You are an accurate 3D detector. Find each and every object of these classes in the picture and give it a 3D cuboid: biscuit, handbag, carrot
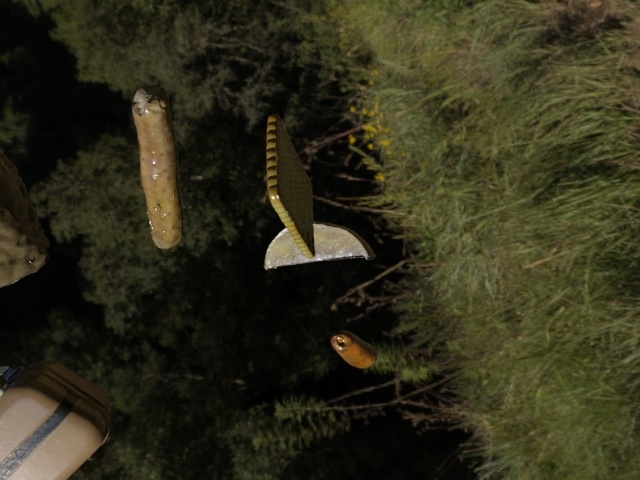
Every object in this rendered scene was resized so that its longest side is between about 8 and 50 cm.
[{"bbox_3d":[-0.052,-0.088,1.114,0.254,0.029,0.172,63,-158,-61],"label":"biscuit"},{"bbox_3d":[-0.590,0.369,1.221,0.302,0.283,0.149,-44,12,5],"label":"handbag"},{"bbox_3d":[0.066,0.222,1.280,0.060,0.186,0.060,-9,66,22],"label":"carrot"}]

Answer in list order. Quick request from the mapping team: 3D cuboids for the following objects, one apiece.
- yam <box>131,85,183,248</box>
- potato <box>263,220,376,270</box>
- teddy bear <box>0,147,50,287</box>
[{"bbox_3d":[-0.207,-0.087,0.808,0.241,0.057,0.057,98,156,-45],"label":"yam"},{"bbox_3d":[0.002,-0.002,1.406,0.261,0.120,0.100,-7,97,23],"label":"potato"},{"bbox_3d":[-0.285,-0.019,0.376,0.177,0.190,0.140,-7,-101,-79],"label":"teddy bear"}]
